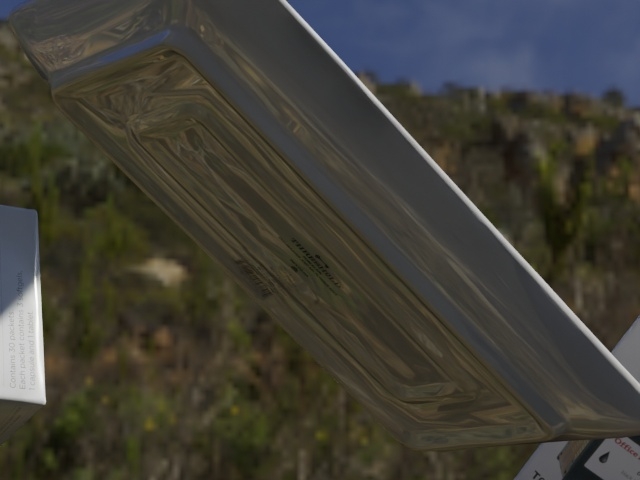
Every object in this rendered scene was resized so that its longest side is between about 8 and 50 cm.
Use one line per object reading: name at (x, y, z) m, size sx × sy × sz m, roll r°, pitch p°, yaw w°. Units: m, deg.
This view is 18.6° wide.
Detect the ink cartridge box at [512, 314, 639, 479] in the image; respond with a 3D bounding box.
ink cartridge box at (0.197, 0.133, 1.018) m, size 0.093 × 0.160 × 0.219 m, roll -23°, pitch -30°, yaw -57°

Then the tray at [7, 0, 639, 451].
tray at (0.000, 0.000, 0.746) m, size 0.270 × 0.030 × 0.145 m, roll 46°, pitch -30°, yaw -21°

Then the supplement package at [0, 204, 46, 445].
supplement package at (-0.306, 0.051, 1.184) m, size 0.244 × 0.139 × 0.134 m, roll 8°, pitch -30°, yaw -29°
